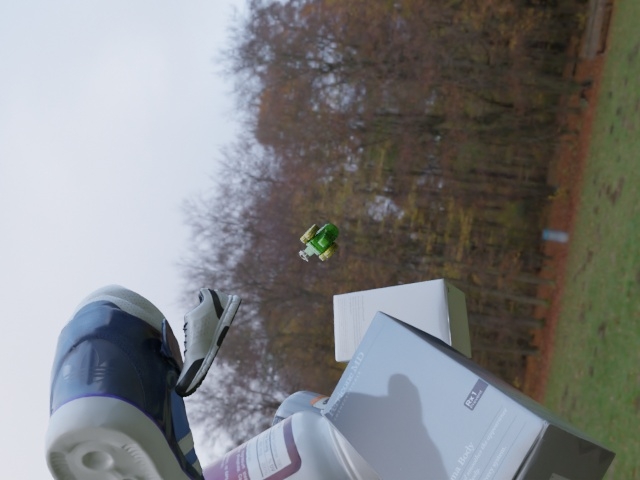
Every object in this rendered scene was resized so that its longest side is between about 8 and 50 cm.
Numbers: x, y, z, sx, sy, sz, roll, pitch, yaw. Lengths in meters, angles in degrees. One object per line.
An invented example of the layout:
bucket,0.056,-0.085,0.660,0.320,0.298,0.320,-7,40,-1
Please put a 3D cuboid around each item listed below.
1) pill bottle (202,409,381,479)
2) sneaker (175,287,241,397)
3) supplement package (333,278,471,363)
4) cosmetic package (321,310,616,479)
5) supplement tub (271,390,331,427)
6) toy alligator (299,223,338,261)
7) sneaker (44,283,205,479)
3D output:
pill bottle,-0.054,0.419,1.151,0.224,0.392,0.224,57,-173,-11
sneaker,-0.113,0.093,0.651,0.040,0.043,0.109,-54,12,57
supplement package,0.123,0.130,1.060,0.105,0.179,0.105,30,-127,-57
cosmetic package,0.113,0.167,0.614,0.107,0.238,0.127,28,-91,-33
supplement tub,0.058,0.463,1.585,0.193,0.316,0.194,-12,-75,-52
toy alligator,0.000,0.000,1.233,0.051,0.056,0.189,-47,3,-14
sneaker,-0.175,0.198,0.727,0.236,0.130,0.323,-103,0,-54
